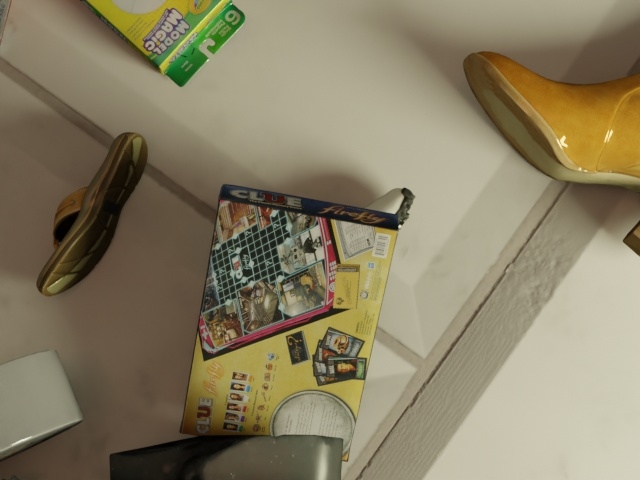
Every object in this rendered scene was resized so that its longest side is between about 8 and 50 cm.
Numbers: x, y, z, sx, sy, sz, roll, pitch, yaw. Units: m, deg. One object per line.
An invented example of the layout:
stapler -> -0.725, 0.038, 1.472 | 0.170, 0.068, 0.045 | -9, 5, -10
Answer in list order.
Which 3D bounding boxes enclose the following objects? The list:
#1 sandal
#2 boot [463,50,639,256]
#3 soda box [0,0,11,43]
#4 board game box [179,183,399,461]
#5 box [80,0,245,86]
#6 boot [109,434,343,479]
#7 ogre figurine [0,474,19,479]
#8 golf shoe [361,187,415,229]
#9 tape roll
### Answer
sandal -> -0.227, -0.028, 1.453 | 0.049, 0.072, 0.180 | 24, 84, 19
boot -> 0.303, -0.135, 1.441 | 0.295, 0.104, 0.211 | 43, 82, 0
soda box -> -0.328, -0.317, 1.462 | 0.092, 0.083, 0.263 | 15, 84, -16
board game box -> -0.032, 0.079, 1.389 | 0.165, 0.042, 0.243 | 10, 112, -3
box -> -0.169, -0.246, 1.483 | 0.179, 0.043, 0.105 | 42, 87, 3
boot -> 0.003, 0.388, 1.318 | 0.367, 0.146, 0.445 | -2, 73, -1
ogre figurine -> -0.332, 0.299, 1.414 | 0.197, 0.097, 0.118 | -18, 103, 15
golf shoe -> 0.000, 0.000, 1.439 | 0.198, 0.077, 0.094 | -39, 85, -4
tape roll -> -0.327, 0.175, 1.358 | 0.219, 0.219, 0.072 | -24, 86, -1
